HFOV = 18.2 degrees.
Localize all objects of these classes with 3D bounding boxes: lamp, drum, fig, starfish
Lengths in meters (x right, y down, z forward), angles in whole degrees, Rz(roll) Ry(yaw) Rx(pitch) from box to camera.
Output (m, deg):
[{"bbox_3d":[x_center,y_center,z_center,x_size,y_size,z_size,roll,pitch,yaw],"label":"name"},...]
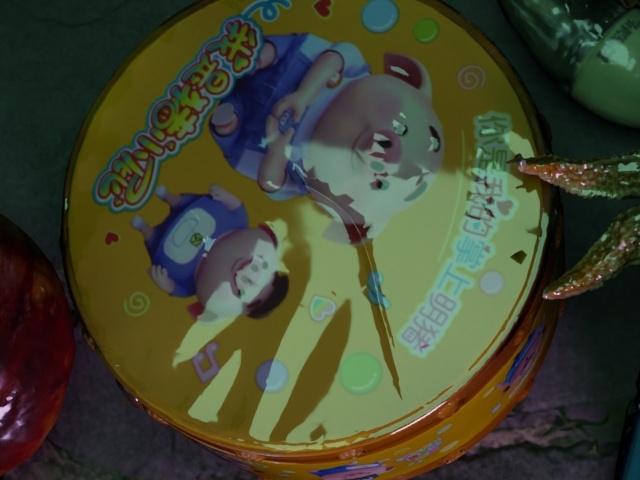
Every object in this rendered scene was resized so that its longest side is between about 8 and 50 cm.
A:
[{"bbox_3d":[0.243,-0.170,1.758,0.250,0.101,0.101,40,84,14],"label":"lamp"},{"bbox_3d":[0.000,0.000,1.697,0.431,0.214,0.431,-3,75,10],"label":"drum"},{"bbox_3d":[-0.327,0.086,1.732,0.224,0.224,0.263,12,71,13],"label":"fig"},{"bbox_3d":[0.291,-0.045,1.537,0.293,0.084,0.301,-24,45,-12],"label":"starfish"}]

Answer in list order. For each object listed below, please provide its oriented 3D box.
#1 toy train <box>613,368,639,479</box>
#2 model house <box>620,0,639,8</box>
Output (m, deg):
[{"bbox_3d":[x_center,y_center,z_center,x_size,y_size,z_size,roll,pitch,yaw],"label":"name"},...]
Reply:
[{"bbox_3d":[0.363,0.192,1.536,0.265,0.300,0.188,11,76,20],"label":"toy train"},{"bbox_3d":[0.352,-0.297,1.739,0.207,0.154,0.294,-33,25,36],"label":"model house"}]
